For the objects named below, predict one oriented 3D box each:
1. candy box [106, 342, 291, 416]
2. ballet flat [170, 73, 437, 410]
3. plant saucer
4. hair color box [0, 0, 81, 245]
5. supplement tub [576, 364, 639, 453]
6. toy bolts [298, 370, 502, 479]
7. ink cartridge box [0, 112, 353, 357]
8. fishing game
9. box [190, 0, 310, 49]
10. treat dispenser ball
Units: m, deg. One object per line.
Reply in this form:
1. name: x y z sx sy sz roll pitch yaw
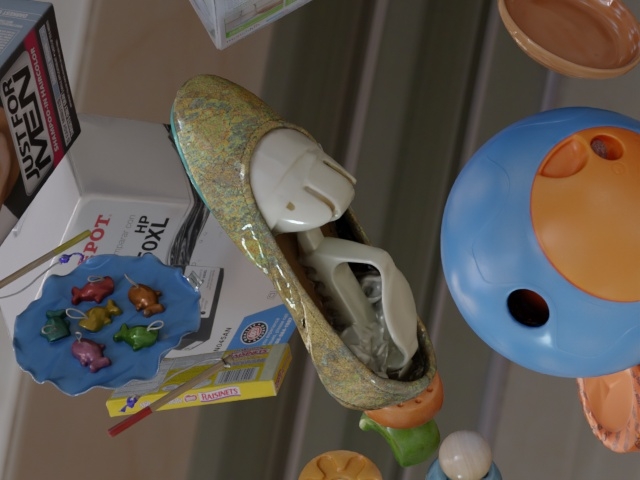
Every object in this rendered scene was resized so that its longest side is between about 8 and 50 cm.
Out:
1. candy box: -0.143 0.165 1.888 0.206 0.027 0.105 -8 -163 13
2. ballet flat: 0.000 0.000 1.368 0.123 0.348 0.123 -25 -159 10
3. plant saucer: 0.313 -0.270 2.011 0.200 0.037 0.200 13 -135 -14
4. hair color box: -0.393 -0.079 1.673 0.114 0.185 0.374 10 -135 17
5. supplement tub: 0.502 0.154 1.965 0.338 0.207 0.207 -9 -171 -20
6. toy bolts: 0.097 0.246 1.824 0.218 0.158 0.228 -36 -123 -27
7. ink cartridge box: -0.198 0.005 2.086 0.395 0.285 0.166 5 -139 -31
8. fishing game: -0.204 0.071 1.521 0.189 0.041 0.264 -30 -134 -20
9. box: -0.038 -0.362 1.845 0.262 0.127 0.231 -30 170 -6
10. treat dispenser ball: 0.272 0.001 1.687 0.288 0.288 0.288 11 -178 0
